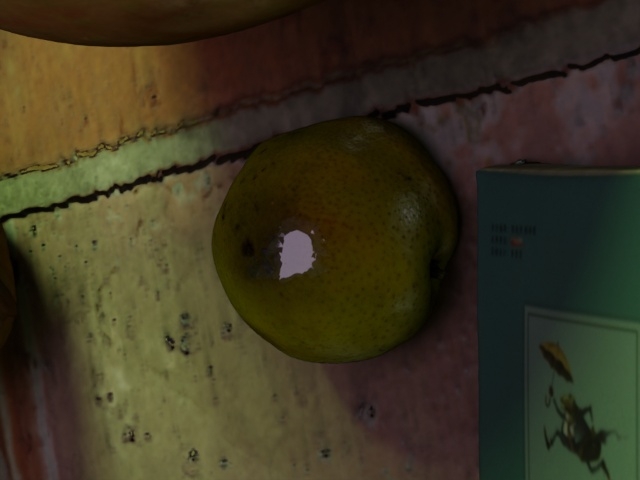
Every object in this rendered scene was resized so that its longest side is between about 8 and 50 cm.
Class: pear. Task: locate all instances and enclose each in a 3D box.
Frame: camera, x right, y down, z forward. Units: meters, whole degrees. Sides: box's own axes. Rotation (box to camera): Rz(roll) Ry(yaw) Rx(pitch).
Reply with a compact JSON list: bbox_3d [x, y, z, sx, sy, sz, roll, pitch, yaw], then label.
[{"bbox_3d":[0.000,0.000,0.963,0.141,0.104,0.141,4,97,33],"label":"pear"}]

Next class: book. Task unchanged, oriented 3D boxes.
[{"bbox_3d":[0.138,0.150,0.831,0.264,0.031,0.379,-170,79,-69],"label":"book"}]

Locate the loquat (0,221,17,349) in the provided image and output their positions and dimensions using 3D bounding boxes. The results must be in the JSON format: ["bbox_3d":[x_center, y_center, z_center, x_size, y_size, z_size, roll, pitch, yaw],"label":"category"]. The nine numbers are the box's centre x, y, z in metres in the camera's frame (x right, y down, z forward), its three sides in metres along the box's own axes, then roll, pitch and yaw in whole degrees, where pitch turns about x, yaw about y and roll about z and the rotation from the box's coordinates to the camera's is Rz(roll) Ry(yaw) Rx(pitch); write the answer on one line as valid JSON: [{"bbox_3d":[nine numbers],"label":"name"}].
[{"bbox_3d":[-0.317,0.029,1.130,0.238,0.238,0.193,-3,108,37],"label":"loquat"}]

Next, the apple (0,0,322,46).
[{"bbox_3d":[-0.079,-0.286,0.839,0.347,0.391,0.391,15,102,17],"label":"apple"}]
